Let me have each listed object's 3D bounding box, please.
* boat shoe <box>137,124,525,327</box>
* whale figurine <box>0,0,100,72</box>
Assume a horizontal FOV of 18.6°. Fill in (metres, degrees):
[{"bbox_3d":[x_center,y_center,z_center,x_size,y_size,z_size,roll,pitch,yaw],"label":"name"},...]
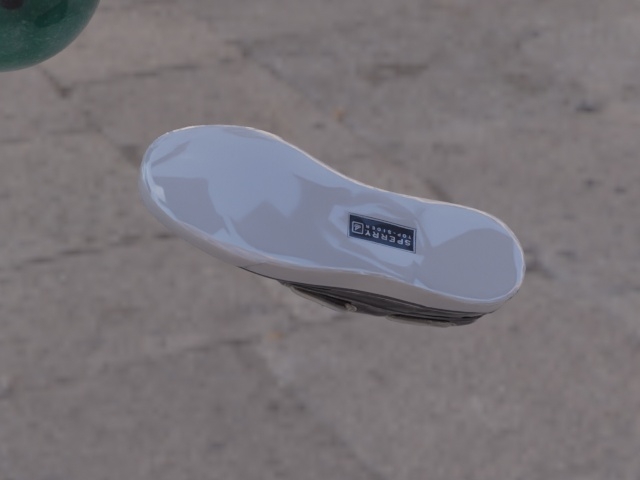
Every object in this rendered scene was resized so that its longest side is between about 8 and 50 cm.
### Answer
[{"bbox_3d":[0.000,0.000,1.468,0.301,0.102,0.108,14,62,-16],"label":"boat shoe"},{"bbox_3d":[-0.294,-0.197,1.437,0.272,0.141,0.216,0,25,-12],"label":"whale figurine"}]
